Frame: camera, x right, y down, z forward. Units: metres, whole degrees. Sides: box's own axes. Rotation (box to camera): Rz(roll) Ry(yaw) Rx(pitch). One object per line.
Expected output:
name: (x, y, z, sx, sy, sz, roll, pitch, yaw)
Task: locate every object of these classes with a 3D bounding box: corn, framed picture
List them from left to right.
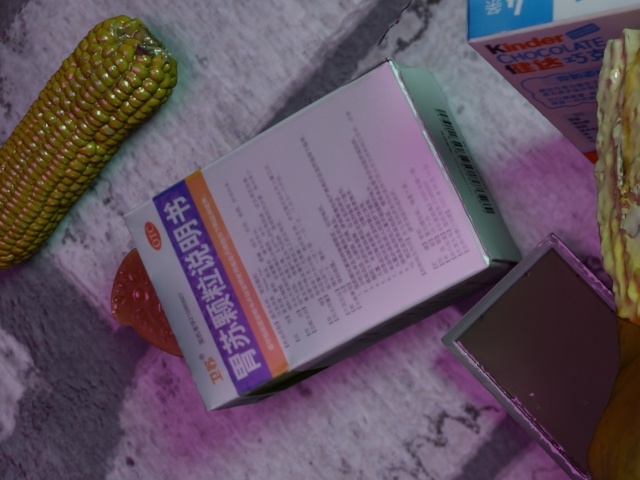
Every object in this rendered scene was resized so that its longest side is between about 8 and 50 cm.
corn: (-0.256, -0.091, 1.565, 0.313, 0.102, 0.102, -46, 72, 22)
framed picture: (0.211, 0.104, 1.357, 0.183, 0.011, 0.142, 46, 111, 8)

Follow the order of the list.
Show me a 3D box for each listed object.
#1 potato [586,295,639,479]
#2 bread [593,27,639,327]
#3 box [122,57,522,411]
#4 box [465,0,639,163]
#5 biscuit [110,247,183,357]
potato: (0.323, 0.129, 1.148, 0.290, 0.296, 0.397, -1, 98, 25)
bread: (0.379, -0.028, 1.063, 0.376, 0.165, 0.236, 6, 68, -14)
box: (0.000, 0.000, 1.419, 0.299, 0.106, 0.200, -29, 78, 22)
box: (0.283, -0.139, 1.188, 0.273, 0.265, 0.048, -8, 70, 27)
biscuit: (-0.135, 0.051, 1.548, 0.140, 0.023, 0.118, 33, 103, 22)
